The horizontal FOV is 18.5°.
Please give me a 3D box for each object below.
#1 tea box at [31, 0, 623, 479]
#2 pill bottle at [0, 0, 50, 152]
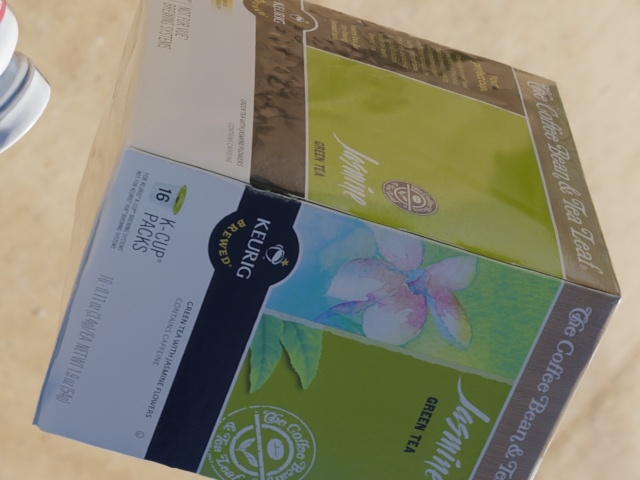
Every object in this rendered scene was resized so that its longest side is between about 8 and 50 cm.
[{"bbox_3d":[0.000,0.000,1.336,0.329,0.323,0.220,-91,-161,-62],"label":"tea box"},{"bbox_3d":[-0.208,-0.115,0.975,0.087,0.087,0.160,-44,122,-8],"label":"pill bottle"}]
